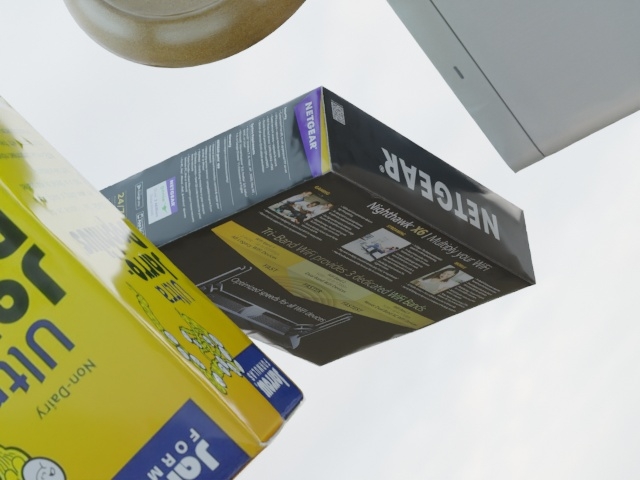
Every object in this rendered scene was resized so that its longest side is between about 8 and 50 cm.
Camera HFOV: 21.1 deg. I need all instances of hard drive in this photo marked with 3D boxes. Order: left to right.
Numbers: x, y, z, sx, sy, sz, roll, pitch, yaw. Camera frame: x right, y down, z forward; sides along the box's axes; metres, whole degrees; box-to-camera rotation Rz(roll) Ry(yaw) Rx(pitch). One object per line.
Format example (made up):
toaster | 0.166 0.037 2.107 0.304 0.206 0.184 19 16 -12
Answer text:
hard drive | 0.251 -0.222 1.423 0.353 0.233 0.047 -28 27 24

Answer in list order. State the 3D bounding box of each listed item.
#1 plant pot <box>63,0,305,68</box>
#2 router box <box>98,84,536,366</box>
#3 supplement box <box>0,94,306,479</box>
plant pot | -0.097 -0.241 1.246 0.236 0.236 0.032 -49 -24 2
router box | 0.000 0.000 1.465 0.243 0.081 0.309 -22 -31 30
supplement box | -0.208 0.049 1.016 0.194 0.356 0.195 -47 -2 7
